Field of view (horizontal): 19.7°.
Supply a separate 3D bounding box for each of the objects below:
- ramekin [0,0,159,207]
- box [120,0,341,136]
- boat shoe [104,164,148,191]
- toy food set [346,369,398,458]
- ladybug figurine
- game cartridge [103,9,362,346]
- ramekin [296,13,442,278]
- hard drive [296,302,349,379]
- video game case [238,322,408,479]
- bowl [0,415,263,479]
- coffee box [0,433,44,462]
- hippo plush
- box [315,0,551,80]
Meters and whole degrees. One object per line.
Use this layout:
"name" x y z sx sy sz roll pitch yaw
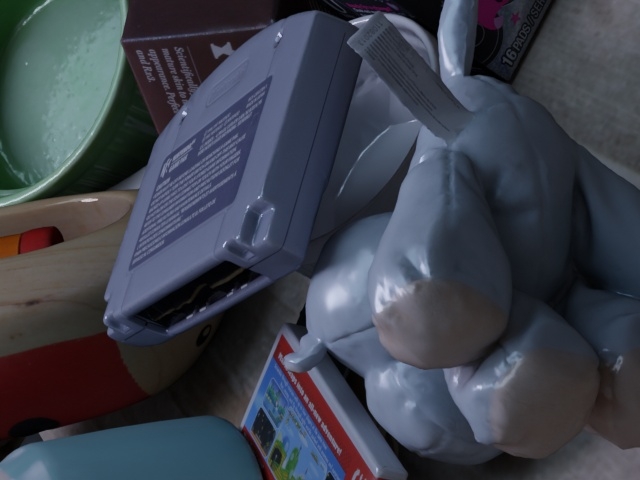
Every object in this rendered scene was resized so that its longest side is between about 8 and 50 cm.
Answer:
"ramekin" -0.268 -0.160 1.787 0.303 0.148 0.303 -7 76 29
"box" -0.062 -0.248 1.619 0.143 0.191 0.381 -5 49 11
"boat shoe" -0.124 -0.044 1.697 0.219 0.078 0.070 -31 72 33
"toy food set" 0.028 0.141 1.307 0.132 0.039 0.192 -53 27 40
"ladybug figurine" -0.283 0.074 1.577 0.449 0.161 0.305 -10 15 7
"game cartridge" -0.063 -0.045 1.291 0.294 0.060 0.196 -29 45 60
"ramekin" 0.038 -0.055 1.373 0.207 0.109 0.207 -28 43 30
"hard drive" -0.019 0.125 1.347 0.094 0.022 0.135 -117 46 -64
"video game case" -0.037 0.226 1.264 0.285 0.025 0.204 -68 27 18
"bowl" -0.174 0.266 1.308 0.311 0.163 0.311 -38 46 53
"coffee box" -0.344 0.299 1.533 0.168 0.119 0.297 -4 39 28
"hippo plush" 0.066 0.038 1.113 0.234 0.294 0.236 -41 -2 -43
"box" 0.115 -0.270 1.440 0.247 0.142 0.163 -62 28 -4
